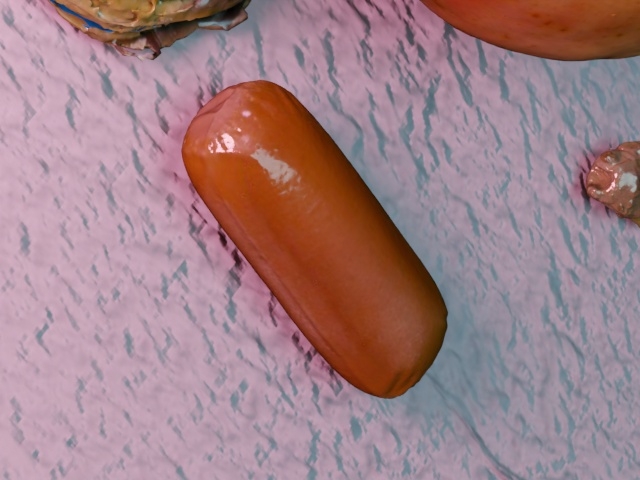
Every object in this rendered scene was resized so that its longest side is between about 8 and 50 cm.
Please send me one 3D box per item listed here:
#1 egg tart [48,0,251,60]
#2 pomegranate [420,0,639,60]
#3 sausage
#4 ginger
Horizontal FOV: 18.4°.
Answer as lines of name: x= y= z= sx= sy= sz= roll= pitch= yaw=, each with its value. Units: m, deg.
egg tart: x=-0.107 y=-0.260 z=1.315 sx=0.291 sy=0.107 sz=0.291 roll=-3 pitch=96 yaw=-38
pomegranate: x=0.190 y=-0.326 z=1.363 sx=0.411 sy=0.411 sz=0.411 roll=-4 pitch=96 yaw=-38
sausage: x=0.000 y=0.000 z=1.426 sx=0.105 sy=0.105 sz=0.274 roll=-51 pitch=122 yaw=-24
ginger: x=0.289 y=-0.031 z=1.688 sx=0.173 sy=0.051 sz=0.069 roll=35 pitch=76 yaw=-33
